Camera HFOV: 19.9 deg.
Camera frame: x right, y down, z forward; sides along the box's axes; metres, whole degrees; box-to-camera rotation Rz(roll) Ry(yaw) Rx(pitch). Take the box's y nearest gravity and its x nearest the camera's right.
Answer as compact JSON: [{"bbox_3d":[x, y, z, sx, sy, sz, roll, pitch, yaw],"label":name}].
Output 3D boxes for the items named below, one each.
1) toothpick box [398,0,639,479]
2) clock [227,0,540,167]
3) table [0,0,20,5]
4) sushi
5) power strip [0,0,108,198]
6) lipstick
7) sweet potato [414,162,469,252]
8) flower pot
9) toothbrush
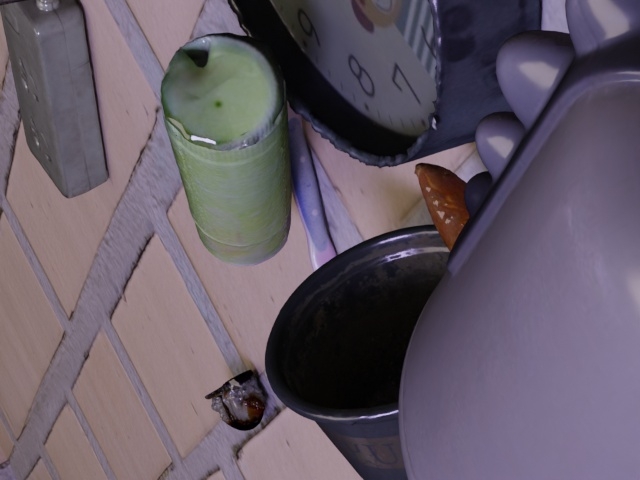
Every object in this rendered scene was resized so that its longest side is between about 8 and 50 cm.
[{"bbox_3d":[0.149,0.015,0.638,0.229,0.229,0.316,58,159,17],"label":"toothpick box"},{"bbox_3d":[0.006,-0.186,0.989,0.312,0.061,0.313,51,157,32],"label":"clock"},{"bbox_3d":[-0.243,-0.279,1.140,0.317,0.317,0.249,20,123,63],"label":"table"},{"bbox_3d":[-0.072,0.148,1.618,0.046,0.044,0.083,63,162,7],"label":"sushi"},{"bbox_3d":[-0.248,-0.163,1.678,0.093,0.053,0.288,51,158,34],"label":"power strip"},{"bbox_3d":[-0.055,-0.051,1.158,0.076,0.076,0.304,61,173,11],"label":"lipstick"},{"bbox_3d":[0.134,0.039,0.933,0.255,0.058,0.078,37,152,45],"label":"sweet potato"},{"bbox_3d":[0.058,0.079,1.068,0.157,0.157,0.107,39,161,51],"label":"flower pot"},{"bbox_3d":[0.000,0.000,1.290,0.027,0.021,0.269,31,141,49],"label":"toothbrush"}]
